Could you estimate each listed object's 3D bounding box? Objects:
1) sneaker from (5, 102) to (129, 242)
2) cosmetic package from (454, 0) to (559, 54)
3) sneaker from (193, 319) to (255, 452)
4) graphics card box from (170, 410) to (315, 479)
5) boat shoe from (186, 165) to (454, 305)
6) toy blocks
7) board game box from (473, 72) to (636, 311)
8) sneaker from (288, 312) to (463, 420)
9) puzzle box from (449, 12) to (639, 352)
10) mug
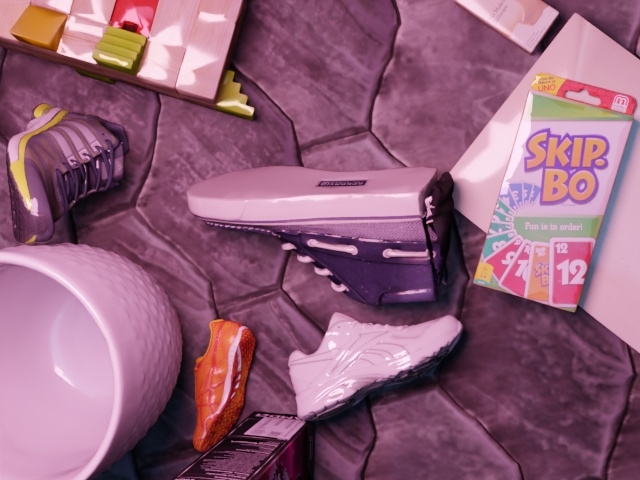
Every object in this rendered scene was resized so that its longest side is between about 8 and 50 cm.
[{"bbox_3d":[-0.300,-0.090,1.296,0.121,0.300,0.111,1,119,-3],"label":"sneaker"},{"bbox_3d":[0.224,-0.280,1.303,0.115,0.041,0.060,34,99,6],"label":"cosmetic package"},{"bbox_3d":[-0.134,0.187,1.398,0.067,0.064,0.175,17,92,29],"label":"sneaker"},{"bbox_3d":[-0.087,0.347,1.234,0.094,0.371,0.233,2,93,10],"label":"graphics card box"},{"bbox_3d":[0.000,0.000,1.326,0.340,0.127,0.158,2,115,24],"label":"boat shoe"},{"bbox_3d":[-0.230,-0.330,1.327,0.381,0.191,0.261,17,88,-2],"label":"toy blocks"},{"bbox_3d":[0.274,-0.057,1.262,0.124,0.039,0.260,16,94,8],"label":"board game box"},{"bbox_3d":[0.060,0.131,1.339,0.232,0.090,0.115,-24,72,3],"label":"sneaker"},{"bbox_3d":[0.377,-0.038,1.286,0.409,0.052,0.272,39,99,5],"label":"puzzle box"},{"bbox_3d":[-0.321,0.183,1.287,0.276,0.328,0.374,20,98,9],"label":"mug"}]
